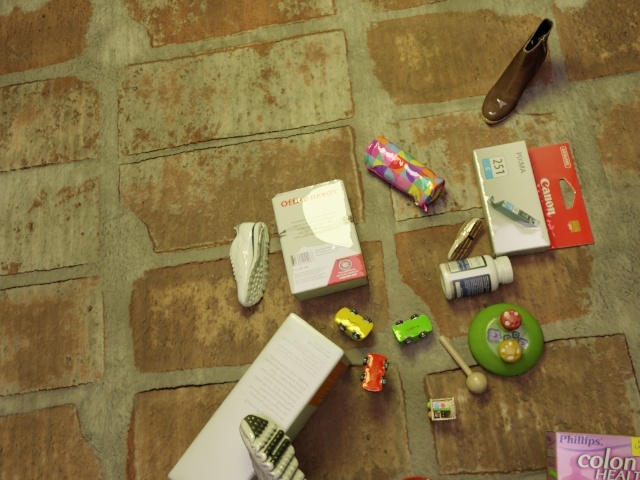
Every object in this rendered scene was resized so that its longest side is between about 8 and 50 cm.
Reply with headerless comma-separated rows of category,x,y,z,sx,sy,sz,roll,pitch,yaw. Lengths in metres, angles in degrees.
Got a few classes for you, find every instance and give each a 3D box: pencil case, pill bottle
pencil case,0.223,-0.182,1.674,0.236,0.104,0.104,40,82,18
pill bottle,0.392,0.089,1.570,0.170,0.094,0.094,-11,72,5

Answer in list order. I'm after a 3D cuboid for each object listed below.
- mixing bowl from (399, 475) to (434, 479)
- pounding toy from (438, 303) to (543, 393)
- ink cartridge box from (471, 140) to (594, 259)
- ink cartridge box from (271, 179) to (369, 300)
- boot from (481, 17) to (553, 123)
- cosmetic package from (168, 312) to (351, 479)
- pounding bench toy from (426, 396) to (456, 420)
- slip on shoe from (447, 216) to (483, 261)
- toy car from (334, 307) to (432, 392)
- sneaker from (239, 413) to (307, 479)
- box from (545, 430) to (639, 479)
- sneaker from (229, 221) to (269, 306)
mixing bowl,0.227,0.640,1.428,0.182,0.098,0.181,-2,73,6
pounding toy,0.432,0.248,1.510,0.237,0.110,0.182,-29,72,-2
ink cartridge box,0.555,-0.117,1.625,0.261,0.066,0.296,-10,73,6
ink cartridge box,0.000,0.000,1.639,0.197,0.114,0.272,-14,73,4
boot,0.517,-0.447,1.652,0.090,0.207,0.248,36,81,16
cosmetic package,-0.128,0.411,1.476,0.162,0.230,0.453,36,82,15
pounding bench toy,0.290,0.406,1.496,0.065,0.083,0.052,-5,73,5
slip on shoe,0.372,-0.004,1.630,0.135,0.051,0.041,-57,35,-2
toy car,0.173,0.252,1.562,0.225,0.053,0.239,-19,56,-8
sneaker,-0.092,0.502,1.298,0.118,0.110,0.292,-36,84,24
box,0.627,0.557,1.388,0.214,0.117,0.242,2,74,8
sneaker,-0.199,0.064,1.674,0.095,0.090,0.234,-2,69,21
